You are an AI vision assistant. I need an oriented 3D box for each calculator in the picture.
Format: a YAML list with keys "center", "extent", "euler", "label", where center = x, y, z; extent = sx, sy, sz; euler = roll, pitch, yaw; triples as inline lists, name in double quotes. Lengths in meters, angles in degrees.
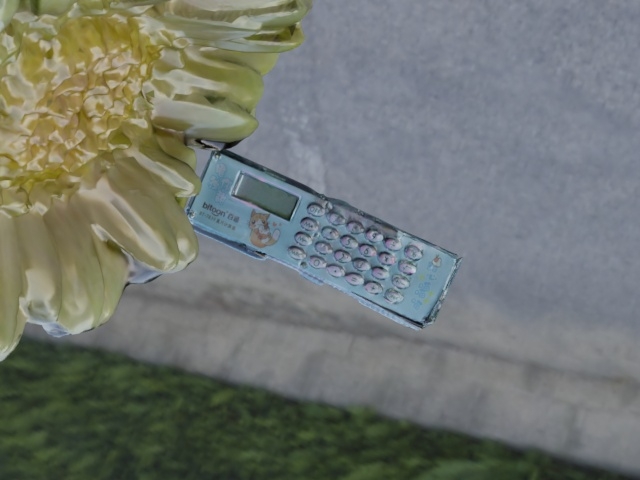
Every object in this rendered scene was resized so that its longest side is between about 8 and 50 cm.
- center: [0.000, 0.000, 0.690]
  extent: [0.172, 0.057, 0.018]
  euler: [25, -175, 3]
  label: "calculator"

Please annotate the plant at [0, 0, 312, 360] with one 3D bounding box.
- center: [-0.166, -0.069, 0.580]
  extent: [0.297, 0.261, 0.306]
  euler: [5, -171, 19]
  label: "plant"
